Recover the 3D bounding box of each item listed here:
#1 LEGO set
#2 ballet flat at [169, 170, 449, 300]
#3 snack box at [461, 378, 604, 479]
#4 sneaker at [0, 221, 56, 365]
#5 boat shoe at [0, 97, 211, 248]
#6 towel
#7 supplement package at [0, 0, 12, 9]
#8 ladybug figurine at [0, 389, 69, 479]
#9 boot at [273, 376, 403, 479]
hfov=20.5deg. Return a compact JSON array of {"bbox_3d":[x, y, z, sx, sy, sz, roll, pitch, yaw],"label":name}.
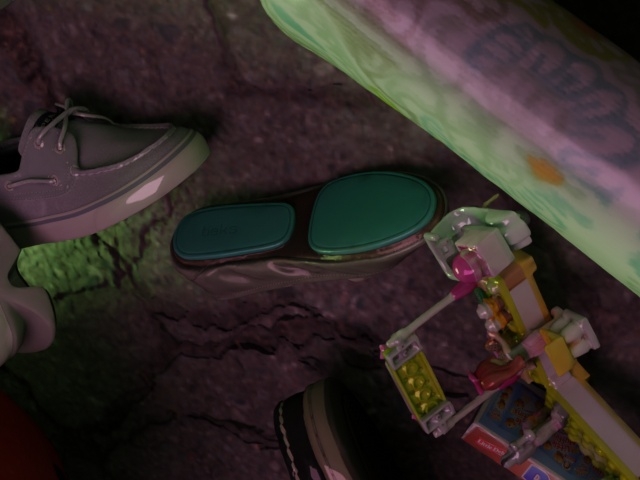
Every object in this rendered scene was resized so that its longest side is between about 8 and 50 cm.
[{"bbox_3d":[0.132,0.113,1.097,0.287,0.107,0.132,57,167,-12],"label":"LEGO set"},{"bbox_3d":[0.000,0.000,1.167,0.213,0.072,0.068,-7,145,31],"label":"ballet flat"},{"bbox_3d":[0.182,0.155,1.166,0.178,0.064,0.022,33,133,4],"label":"snack box"},{"bbox_3d":[-0.333,-0.029,1.209,0.330,0.146,0.122,48,148,19],"label":"sneaker"},{"bbox_3d":[-0.177,-0.050,1.202,0.227,0.079,0.081,-14,116,37],"label":"boat shoe"},{"bbox_3d":[0.123,-0.049,0.891,0.320,0.374,0.090,34,95,3],"label":"towel"},{"bbox_3d":[-0.284,-0.211,1.135,0.105,0.105,0.179,-11,114,32],"label":"supplement package"},{"bbox_3d":[-0.269,0.239,1.278,0.161,0.449,0.305,9,104,-17],"label":"ladybug figurine"},{"bbox_3d":[-0.056,0.286,1.277,0.284,0.138,0.377,-13,123,7],"label":"boot"}]
